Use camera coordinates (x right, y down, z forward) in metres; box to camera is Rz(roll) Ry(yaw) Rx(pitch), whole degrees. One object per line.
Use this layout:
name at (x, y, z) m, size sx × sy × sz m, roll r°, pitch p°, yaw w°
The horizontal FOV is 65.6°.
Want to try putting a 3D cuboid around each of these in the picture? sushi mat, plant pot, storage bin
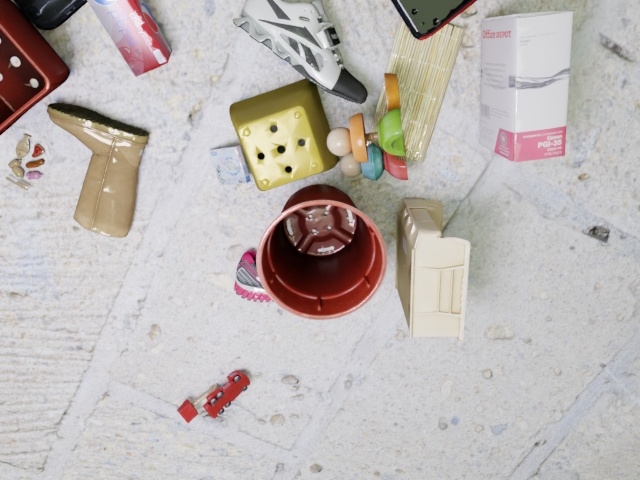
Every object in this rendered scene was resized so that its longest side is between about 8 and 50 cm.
sushi mat at (0.216, -0.348, 1.150) m, size 0.151 × 0.019 × 0.317 m, roll 12°, pitch 111°, yaw -5°
plant pot at (-0.081, -0.220, 1.104) m, size 0.212 × 0.187 × 0.212 m, roll -17°, pitch 111°, yaw 5°
storage bin at (0.256, 0.058, 1.182) m, size 0.123 × 0.262 × 0.261 m, roll -1°, pitch 112°, yaw 2°
plant pot at (0.000, 0.000, 1.151) m, size 0.272 × 0.265 × 0.273 m, roll 0°, pitch 111°, yaw -1°
plant pot at (-0.683, -0.358, 1.011) m, size 0.267 × 0.236 × 0.267 m, roll -33°, pitch 108°, yaw 10°

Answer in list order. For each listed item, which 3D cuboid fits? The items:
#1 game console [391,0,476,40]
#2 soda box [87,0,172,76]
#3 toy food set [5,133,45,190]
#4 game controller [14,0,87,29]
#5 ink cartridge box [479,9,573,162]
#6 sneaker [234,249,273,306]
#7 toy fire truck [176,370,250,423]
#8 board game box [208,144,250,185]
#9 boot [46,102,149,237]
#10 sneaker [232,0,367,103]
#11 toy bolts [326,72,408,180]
game console at (0.238, -0.669, 1.005) m, size 0.342 × 0.060 × 0.387 m, roll -35°, pitch 107°, yaw 14°
soda box at (-0.408, -0.480, 1.009) m, size 0.083 × 0.092 × 0.263 m, roll -20°, pitch 129°, yaw 7°
toy food set at (-0.701, -0.186, 1.195) m, size 0.077 × 0.019 × 0.122 m, roll 32°, pitch 100°, yaw -13°
game controller at (-0.517, -0.589, 1.026) m, size 0.319 × 0.067 × 0.167 m, roll -33°, pitch 94°, yaw 11°
ink cartridge box at (0.428, -0.330, 1.060) m, size 0.117 × 0.207 × 0.283 m, roll -7°, pitch 112°, yaw 0°
sneaker at (-0.069, 0.106, 1.269) m, size 0.298 × 0.121 × 0.112 m, roll 9°, pitch 109°, yaw -4°
toy fire truck at (-0.301, 0.442, 1.408) m, size 0.192 × 0.135 × 0.047 m, roll -42°, pitch 111°, yaw -27°
board game box at (-0.216, -0.178, 1.184) m, size 0.090 × 0.020 × 0.090 m, roll 1°, pitch 117°, yaw 34°
boot at (-0.544, -0.159, 1.172) m, size 0.236 × 0.089 × 0.270 m, roll 20°, pitch 111°, yaw -9°
sneaker at (-0.011, -0.426, 1.059) m, size 0.330 × 0.122 × 0.146 m, roll 34°, pitch 109°, yaw -14°
toy bolts at (0.105, -0.235, 1.110) m, size 0.158 × 0.219 × 0.228 m, roll -6°, pitch 151°, yaw 11°
